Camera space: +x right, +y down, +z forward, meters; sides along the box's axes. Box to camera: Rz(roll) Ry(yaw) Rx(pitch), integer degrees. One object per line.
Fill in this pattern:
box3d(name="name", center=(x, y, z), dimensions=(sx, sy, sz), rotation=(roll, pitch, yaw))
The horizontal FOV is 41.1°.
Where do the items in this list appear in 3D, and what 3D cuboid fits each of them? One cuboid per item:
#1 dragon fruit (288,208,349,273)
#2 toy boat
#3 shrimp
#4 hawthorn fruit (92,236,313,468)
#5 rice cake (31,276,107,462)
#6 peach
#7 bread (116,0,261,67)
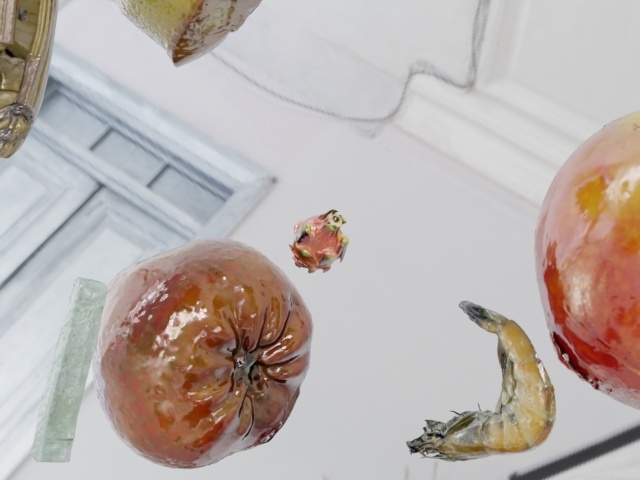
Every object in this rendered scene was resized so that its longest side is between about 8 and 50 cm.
box3d(name="dragon fruit", center=(-0.001, -0.002, 1.273), dimensions=(0.086, 0.081, 0.116), rotation=(20, -40, 2))
box3d(name="toy boat", center=(-0.333, -0.247, 0.906), dimensions=(0.089, 0.321, 0.121), rotation=(8, 4, 2))
box3d(name="shrimp", center=(0.184, 0.182, 1.086), dimensions=(0.262, 0.051, 0.198), rotation=(-33, -115, 49))
box3d(name="hawthorn fruit", center=(-0.222, 0.182, 1.493), dimensions=(0.403, 0.403, 0.403), rotation=(34, -23, 16))
box3d(name="rice cake", center=(-0.224, 0.117, 0.763), dimensions=(0.033, 0.170, 0.029), rotation=(13, 1, -34))
box3d(name="peach", center=(0.422, 0.027, 1.020), dimensions=(0.370, 0.370, 0.370), rotation=(34, -23, 16))
box3d(name="bread", center=(-0.119, -0.337, 1.009), dimensions=(0.148, 0.270, 0.270), rotation=(40, -22, -9))
